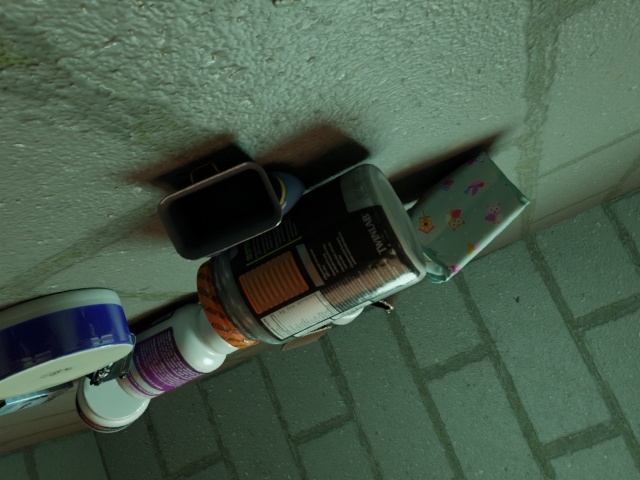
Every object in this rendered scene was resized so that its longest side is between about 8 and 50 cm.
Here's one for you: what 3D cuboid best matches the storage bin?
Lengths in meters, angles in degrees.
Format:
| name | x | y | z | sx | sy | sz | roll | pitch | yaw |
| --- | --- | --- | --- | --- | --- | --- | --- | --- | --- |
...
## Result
| name | x | y | z | sx | sy | sz | roll | pitch | yaw |
| --- | --- | --- | --- | --- | --- | --- | --- | --- | --- |
| storage bin | -0.122 | -0.050 | 0.755 | 0.135 | 0.098 | 0.091 | -23 | -165 | 3 |

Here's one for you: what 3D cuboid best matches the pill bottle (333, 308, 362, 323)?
| name | x | y | z | sx | sy | sz | roll | pitch | yaw |
| --- | --- | --- | --- | --- | --- | --- | --- | --- | --- |
| pill bottle | 0.071 | 0.216 | 2.091 | 0.131 | 0.131 | 0.229 | -20 | 167 | -11 |

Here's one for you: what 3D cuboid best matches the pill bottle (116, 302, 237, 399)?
| name | x | y | z | sx | sy | sz | roll | pitch | yaw |
| --- | --- | --- | --- | --- | --- | --- | --- | --- | --- |
| pill bottle | -0.327 | 0.248 | 1.441 | 0.301 | 0.169 | 0.169 | -27 | 167 | 22 |

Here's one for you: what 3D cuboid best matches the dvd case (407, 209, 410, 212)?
| name | x | y | z | sx | sy | sz | roll | pitch | yaw |
| --- | --- | --- | --- | --- | --- | --- | --- | --- | --- |
| dvd case | 0.306 | -0.074 | 1.507 | 0.238 | 0.030 | 0.179 | -19 | 168 | -11 |

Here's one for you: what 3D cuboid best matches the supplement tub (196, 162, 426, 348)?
| name | x | y | z | sx | sy | sz | roll | pitch | yaw |
| --- | --- | --- | --- | --- | --- | --- | --- | --- | --- |
| supplement tub | -0.017 | 0.034 | 0.933 | 0.316 | 0.194 | 0.193 | -26 | 167 | 16 |

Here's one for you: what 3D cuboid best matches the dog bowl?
| name | x | y | z | sx | sy | sz | roll | pitch | yaw |
| --- | --- | --- | --- | --- | --- | --- | --- | --- | --- |
| dog bowl | -0.468 | 0.181 | 1.066 | 0.265 | 0.104 | 0.265 | -21 | 168 | -5 |

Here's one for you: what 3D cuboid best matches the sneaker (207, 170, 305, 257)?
| name | x | y | z | sx | sy | sz | roll | pitch | yaw |
| --- | --- | --- | --- | --- | --- | --- | --- | --- | --- |
| sneaker | -0.111 | -0.031 | 0.875 | 0.209 | 0.069 | 0.082 | -29 | 170 | 27 |

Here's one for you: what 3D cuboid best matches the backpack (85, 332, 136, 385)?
| name | x | y | z | sx | sy | sz | roll | pitch | yaw |
| --- | --- | --- | --- | --- | --- | --- | --- | --- | --- |
| backpack | -0.466 | 0.242 | 1.344 | 0.105 | 0.084 | 0.114 | -2 | 116 | -62 |

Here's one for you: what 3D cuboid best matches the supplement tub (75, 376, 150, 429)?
| name | x | y | z | sx | sy | sz | roll | pitch | yaw |
| --- | --- | --- | --- | --- | --- | --- | --- | --- | --- |
| supplement tub | -0.571 | 0.421 | 1.695 | 0.191 | 0.191 | 0.272 | -16 | 166 | -27 |

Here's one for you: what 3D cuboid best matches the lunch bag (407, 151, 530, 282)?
| name | x | y | z | sx | sy | sz | roll | pitch | yaw |
| --- | --- | --- | --- | --- | --- | --- | --- | --- | --- |
| lunch bag | 0.261 | -0.035 | 1.235 | 0.223 | 0.160 | 0.262 | -43 | 178 | -5 |

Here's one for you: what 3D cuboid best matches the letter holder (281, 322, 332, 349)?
| name | x | y | z | sx | sy | sz | roll | pitch | yaw |
| --- | --- | --- | --- | --- | --- | --- | --- | --- | --- |
| letter holder | -0.112 | 0.248 | 1.869 | 0.214 | 0.152 | 0.302 | -17 | 167 | -14 |

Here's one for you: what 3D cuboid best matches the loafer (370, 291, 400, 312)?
| name | x | y | z | sx | sy | sz | roll | pitch | yaw |
| --- | --- | --- | --- | --- | --- | --- | --- | --- | --- |
| loafer | -0.014 | 0.084 | 1.184 | 0.365 | 0.130 | 0.134 | -6 | 156 | 22 |

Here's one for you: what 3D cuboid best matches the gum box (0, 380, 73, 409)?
| name | x | y | z | sx | sy | sz | roll | pitch | yaw |
| --- | --- | --- | --- | --- | --- | --- | --- | --- | --- |
| gum box | -0.793 | 0.422 | 1.664 | 0.157 | 0.041 | 0.184 | -32 | 164 | 36 |
